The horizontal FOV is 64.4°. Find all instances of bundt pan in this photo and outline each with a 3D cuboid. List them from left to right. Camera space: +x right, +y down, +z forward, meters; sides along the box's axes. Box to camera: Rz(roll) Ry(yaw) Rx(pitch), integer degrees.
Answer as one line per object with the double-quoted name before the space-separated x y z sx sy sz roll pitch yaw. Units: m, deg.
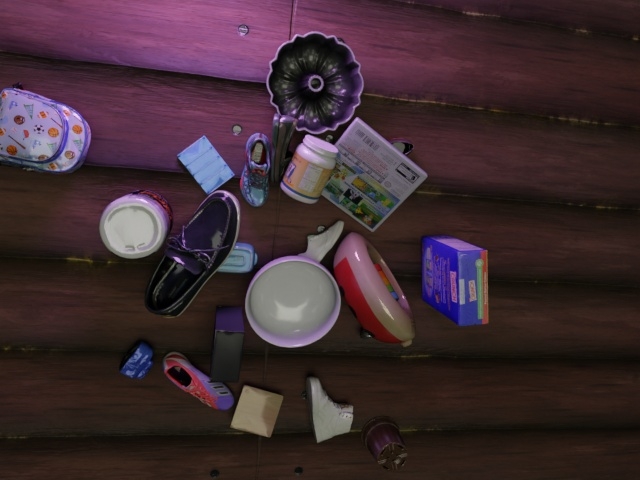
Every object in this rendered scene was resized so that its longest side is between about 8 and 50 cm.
"bundt pan" -0.026 -0.531 1.739 0.331 0.124 0.330 -2 102 -11

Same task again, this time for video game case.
"video game case" 0.161 -0.226 1.820 0.329 0.036 0.300 35 116 -15

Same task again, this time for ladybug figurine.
"ladybug figurine" 0.180 0.183 1.805 0.162 0.305 0.449 -34 67 15

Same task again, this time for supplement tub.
"supplement tub" -0.576 -0.060 1.623 0.194 0.316 0.193 -2 101 -12
"supplement tub" -0.036 -0.242 1.729 0.145 0.144 0.199 21 113 -14

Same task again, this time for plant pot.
"plant pot" 0.263 0.817 2.026 0.167 0.165 0.166 -2 100 -10

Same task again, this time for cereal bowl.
"cereal bowl" -0.102 0.208 1.845 0.340 0.141 0.338 -2 105 -6

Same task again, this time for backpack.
"backpack" -0.864 -0.330 1.583 0.264 0.213 0.276 13 95 -24
"backpack" -0.648 0.423 1.816 0.101 0.098 0.120 36 79 -24

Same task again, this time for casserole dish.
"casserole dish" -0.321 0.066 1.839 0.189 0.037 0.114 4 100 -12

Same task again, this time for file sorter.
"file sorter" -0.391 -0.253 1.731 0.118 0.104 0.170 -37 105 -2

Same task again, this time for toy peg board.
"toy peg board" -0.249 0.648 1.953 0.161 0.079 0.160 20 80 -14

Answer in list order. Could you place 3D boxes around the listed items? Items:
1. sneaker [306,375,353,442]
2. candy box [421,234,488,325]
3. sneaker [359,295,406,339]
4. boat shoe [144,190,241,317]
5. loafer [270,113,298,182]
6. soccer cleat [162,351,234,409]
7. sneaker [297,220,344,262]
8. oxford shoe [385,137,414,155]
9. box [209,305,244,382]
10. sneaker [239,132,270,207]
"sneaker" 0.040 0.641 1.988 0.169 0.108 0.292 -12 112 -10
"candy box" 0.484 0.134 1.860 0.122 0.317 0.267 -5 102 -10
"sneaker" 0.219 0.274 1.964 0.106 0.078 0.234 44 86 -12
"boat shoe" -0.437 0.053 1.736 0.187 0.156 0.500 34 94 9
"loafer" -0.124 -0.301 1.723 0.084 0.096 0.267 5 135 -3
"soccer cleat" -0.448 0.535 1.861 0.318 0.116 0.108 43 90 -15
"sneaker" 0.000 0.000 1.873 0.094 0.080 0.212 37 93 -3
"oxford shoe" 0.205 -0.320 1.835 0.272 0.098 0.096 -17 103 -7
"box" -0.327 0.355 1.776 0.103 0.261 0.184 4 100 -11
"sneaker" -0.225 -0.239 1.754 0.104 0.125 0.261 0 100 -9
